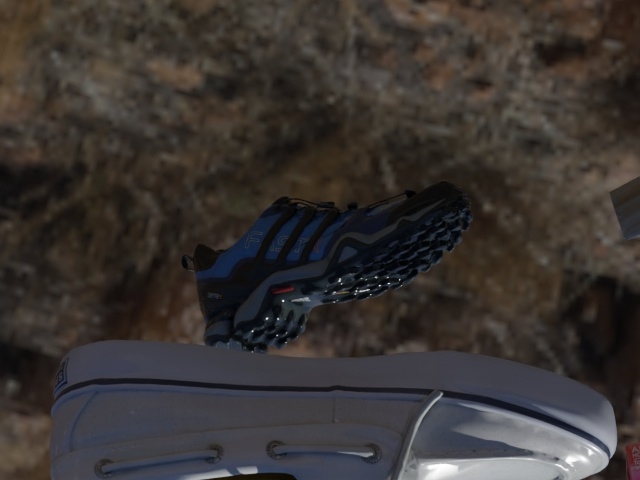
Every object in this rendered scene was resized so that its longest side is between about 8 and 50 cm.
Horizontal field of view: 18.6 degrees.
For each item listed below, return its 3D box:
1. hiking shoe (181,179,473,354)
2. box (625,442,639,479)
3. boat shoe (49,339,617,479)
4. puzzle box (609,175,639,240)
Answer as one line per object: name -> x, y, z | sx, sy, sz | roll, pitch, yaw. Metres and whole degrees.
hiking shoe -> 0.000, 0.000, 1.924 | 0.304, 0.132, 0.113 | -27, 157, 14
box -> 0.377, 0.217, 1.391 | 0.300, 0.142, 0.154 | -10, 140, 5
boat shoe -> 0.007, 0.158, 1.247 | 0.367, 0.156, 0.136 | 5, 151, -4
puzzle box -> 0.461, -0.102, 1.677 | 0.272, 0.052, 0.409 | -14, 172, -24
